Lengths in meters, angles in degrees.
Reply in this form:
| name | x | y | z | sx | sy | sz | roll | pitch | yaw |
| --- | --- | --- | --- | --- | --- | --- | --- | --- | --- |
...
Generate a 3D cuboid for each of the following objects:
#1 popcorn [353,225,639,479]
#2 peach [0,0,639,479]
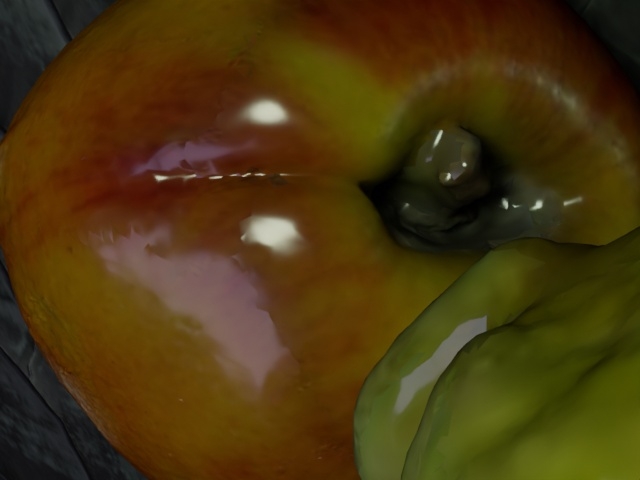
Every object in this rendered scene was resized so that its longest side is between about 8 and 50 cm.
| name | x | y | z | sx | sy | sz | roll | pitch | yaw |
| --- | --- | --- | --- | --- | --- | --- | --- | --- | --- |
| popcorn | 0.173 | 0.100 | 0.494 | 0.292 | 0.334 | 0.293 | 33 | -158 | -44 |
| peach | 0.000 | 0.000 | 0.724 | 0.281 | 0.281 | 0.238 | -14 | 66 | 61 |
